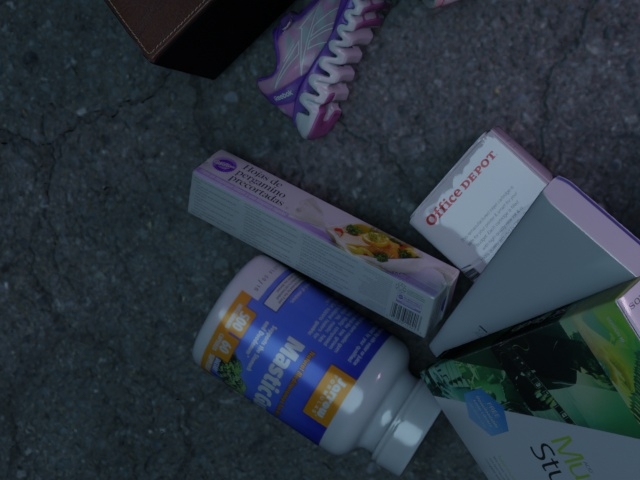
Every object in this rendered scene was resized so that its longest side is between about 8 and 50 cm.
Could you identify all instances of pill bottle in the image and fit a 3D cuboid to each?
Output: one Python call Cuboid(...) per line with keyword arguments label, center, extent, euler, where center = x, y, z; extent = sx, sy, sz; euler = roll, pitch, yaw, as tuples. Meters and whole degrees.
Cuboid(label="pill bottle", center=(0.005, 0.146, 1.583), extent=(0.272, 0.152, 0.152), euler=(32, 105, 9))

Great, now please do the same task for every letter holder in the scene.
Cuboid(label="letter holder", center=(-0.107, -0.362, 1.540), extent=(0.302, 0.152, 0.214), euler=(-42, 74, 17))

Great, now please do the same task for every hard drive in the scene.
Cuboid(label="hard drive", center=(0.251, 0.096, 1.447), extent=(0.210, 0.040, 0.319), euler=(42, 145, 10))

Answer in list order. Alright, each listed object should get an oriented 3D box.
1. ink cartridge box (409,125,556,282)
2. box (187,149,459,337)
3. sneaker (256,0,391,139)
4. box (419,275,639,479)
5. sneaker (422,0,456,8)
Cuboid(label="ink cartridge box", center=(0.216, -0.012, 1.540), extent=(0.190, 0.082, 0.139), euler=(43, 107, 7))
Cuboid(label="box", center=(0.000, 0.000, 1.575), extent=(0.324, 0.063, 0.067), euler=(27, 131, 19))
Cuboid(label="sneaker", center=(0.002, -0.236, 1.564), extent=(0.104, 0.095, 0.236), euler=(31, 106, 17))
Cuboid(label="box", center=(0.265, 0.182, 1.411), extent=(0.232, 0.058, 0.322), euler=(56, 143, -3))
Cuboid(label="sneaker", center=(0.129, -0.317, 1.541), extent=(0.070, 0.051, 0.134), euler=(-14, 69, -19))
